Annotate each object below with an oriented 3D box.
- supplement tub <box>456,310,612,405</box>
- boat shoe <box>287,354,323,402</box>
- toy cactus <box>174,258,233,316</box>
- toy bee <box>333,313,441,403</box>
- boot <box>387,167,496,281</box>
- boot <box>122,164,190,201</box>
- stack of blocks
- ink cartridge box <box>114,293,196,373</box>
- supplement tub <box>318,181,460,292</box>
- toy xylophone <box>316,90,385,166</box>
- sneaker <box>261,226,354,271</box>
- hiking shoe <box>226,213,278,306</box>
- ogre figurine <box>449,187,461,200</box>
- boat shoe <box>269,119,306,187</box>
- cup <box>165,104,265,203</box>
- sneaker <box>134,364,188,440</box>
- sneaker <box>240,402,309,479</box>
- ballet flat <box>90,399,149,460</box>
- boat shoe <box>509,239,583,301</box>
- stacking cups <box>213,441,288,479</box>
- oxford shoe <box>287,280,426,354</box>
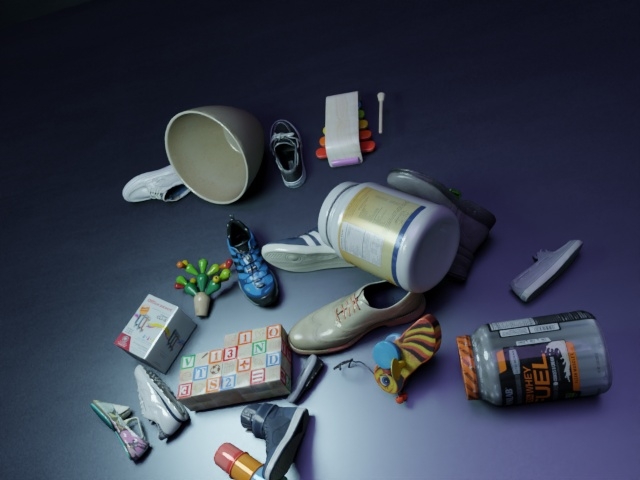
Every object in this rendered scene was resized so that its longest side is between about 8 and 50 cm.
[{"bbox_3d":[0.489,0.279,1.333,0.316,0.193,0.193,-11,55,11],"label":"supplement tub"},{"bbox_3d":[-0.039,0.375,1.522,0.040,0.049,0.142,34,76,-13],"label":"boat shoe"},{"bbox_3d":[-0.363,0.140,1.737,0.219,0.112,0.180,-7,73,20],"label":"toy cactus"},{"bbox_3d":[0.201,0.317,1.439,0.195,0.298,0.162,-23,78,-41],"label":"toy bee"},{"bbox_3d":[0.295,-0.044,1.580,0.338,0.118,0.222,30,87,14],"label":"boot"},{"bbox_3d":[-0.575,-0.183,2.017,0.258,0.095,0.123,-26,47,-2],"label":"boot"},{"bbox_3d":[-0.232,0.349,1.559,0.297,0.087,0.171,-14,47,11],"label":"stack of blocks"},{"bbox_3d":[-0.481,0.273,1.672,0.128,0.127,0.176,18,64,26],"label":"ink cartridge box"},{"bbox_3d":[0.170,-0.021,1.466,0.316,0.228,0.228,25,68,40],"label":"supplement tub"},{"bbox_3d":[0.110,-0.401,1.960,0.236,0.081,0.322,0,58,17],"label":"toy xylophone"},{"bbox_3d":[0.000,0.000,1.710,0.350,0.131,0.148,-2,59,4],"label":"sneaker"},{"bbox_3d":[-0.224,0.067,1.725,0.113,0.132,0.304,-29,54,-3],"label":"hiking shoe"},{"bbox_3d":[0.308,-0.119,1.710,0.197,0.097,0.118,25,56,17],"label":"ogre figurine"},{"bbox_3d":[-0.125,-0.325,1.968,0.113,0.105,0.306,-14,55,8],"label":"boat shoe"},{"bbox_3d":[-0.320,-0.323,1.931,0.331,0.331,0.237,15,38,25],"label":"cup"},{"bbox_3d":[-0.469,0.444,1.587,0.095,0.090,0.235,-47,55,-4],"label":"sneaker"},{"bbox_3d":[-0.141,0.495,1.413,0.163,0.086,0.226,7,27,17],"label":"sneaker"},{"bbox_3d":[-0.549,0.511,1.580,0.079,0.077,0.221,-35,58,-30],"label":"ballet flat"},{"bbox_3d":[0.597,0.063,1.510,0.227,0.079,0.081,-41,60,-7],"label":"boat shoe"},{"bbox_3d":[-0.126,0.597,1.387,0.316,0.096,0.096,23,67,33],"label":"stacking cups"},{"bbox_3d":[0.087,0.187,1.540,0.397,0.146,0.140,-23,54,0],"label":"oxford shoe"}]
